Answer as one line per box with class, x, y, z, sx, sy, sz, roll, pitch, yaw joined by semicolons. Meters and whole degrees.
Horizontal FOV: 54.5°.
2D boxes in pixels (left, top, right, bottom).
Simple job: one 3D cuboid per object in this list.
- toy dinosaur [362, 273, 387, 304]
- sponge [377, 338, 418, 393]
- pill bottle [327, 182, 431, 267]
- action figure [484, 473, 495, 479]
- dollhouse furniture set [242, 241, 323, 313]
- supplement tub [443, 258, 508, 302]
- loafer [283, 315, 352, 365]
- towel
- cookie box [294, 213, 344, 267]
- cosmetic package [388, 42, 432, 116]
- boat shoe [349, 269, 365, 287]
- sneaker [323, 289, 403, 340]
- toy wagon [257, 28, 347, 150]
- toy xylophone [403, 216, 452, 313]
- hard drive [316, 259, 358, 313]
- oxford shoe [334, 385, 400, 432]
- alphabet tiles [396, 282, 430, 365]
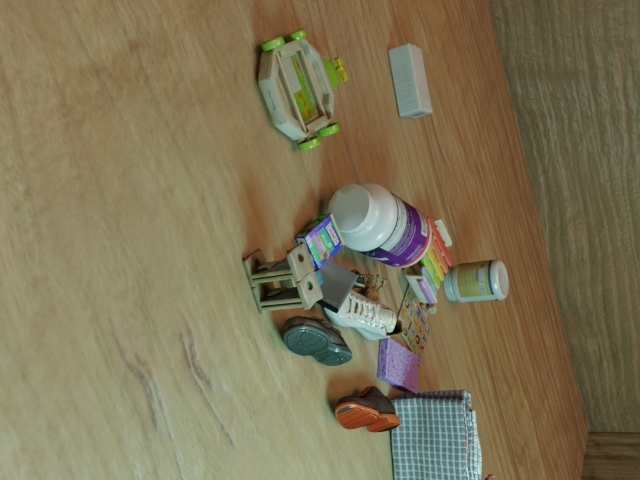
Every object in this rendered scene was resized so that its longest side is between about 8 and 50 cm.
toy dinosaur;0.147;0.144;1.732;0.183;0.053;0.093;39;67;-62
sponge;0.230;0.366;1.805;0.210;0.031;0.117;37;52;-48
pill bottle;0.156;-0.043;1.657;0.323;0.181;0.182;23;63;-53
action figure;0.431;0.647;1.622;0.115;0.030;0.038;-7;97;-53
dollhouse furniture set;-0.052;0.059;1.348;0.183;0.129;0.129;-34;111;-54
supplement tub;0.555;0.148;2.219;0.144;0.199;0.144;21;65;-55
loafer;-0.013;0.217;1.427;0.267;0.096;0.084;44;27;-53
towel;0.310;0.555;1.696;0.121;0.235;0.284;9;74;-51
cookie box;0.000;0.000;1.505;0.107;0.040;0.092;-42;119;-35
cosmetic package;0.307;-0.542;2.121;0.117;0.085;0.231;-9;87;-58
boat shoe;0.079;0.097;1.622;0.133;0.048;0.042;21;68;-62
sneaker;0.120;0.181;1.599;0.290;0.123;0.106;33;57;-48
toy wagon;-0.032;-0.386;1.558;0.344;0.068;0.267;-45;120;-53
toy xylophone;0.363;0.087;2.031;0.236;0.081;0.323;53;38;-33
hard drive;0.025;0.109;1.506;0.135;0.094;0.022;-55;171;-48
oxford shoe;0.108;0.417;1.565;0.271;0.097;0.098;38;31;-53
alphabet tiles;0.307;0.245;1.981;0.198;0.009;0.237;60;38;-29
